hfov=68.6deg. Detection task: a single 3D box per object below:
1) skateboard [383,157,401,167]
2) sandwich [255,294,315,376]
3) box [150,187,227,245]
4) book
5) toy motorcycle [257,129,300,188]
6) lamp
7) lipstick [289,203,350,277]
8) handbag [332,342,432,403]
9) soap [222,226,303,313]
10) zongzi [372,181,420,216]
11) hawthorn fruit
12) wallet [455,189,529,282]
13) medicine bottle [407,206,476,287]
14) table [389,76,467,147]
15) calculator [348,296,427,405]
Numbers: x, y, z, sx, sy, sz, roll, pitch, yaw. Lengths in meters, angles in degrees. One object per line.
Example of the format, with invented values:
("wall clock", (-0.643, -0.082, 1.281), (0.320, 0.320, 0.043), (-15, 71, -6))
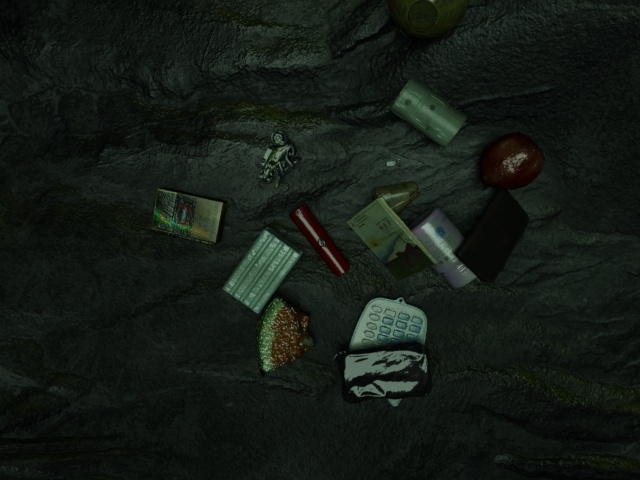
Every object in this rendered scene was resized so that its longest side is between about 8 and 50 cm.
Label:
("skateboard", (0.242, -0.258, 1.570), (0.064, 0.083, 0.032), (-4, 99, 6))
("sandwich", (-0.133, 0.322, 1.677), (0.212, 0.109, 0.291), (-8, 103, -4))
("box", (-0.461, -0.087, 1.651), (0.241, 0.071, 0.159), (12, 102, 2))
("book", (0.235, 0.003, 1.577), (0.289, 0.201, 0.026), (47, 55, -3))
("toy motorcycle", (-0.135, -0.272, 1.606), (0.124, 0.061, 0.193), (20, 98, -2))
("lamp", (0.336, -0.758, 1.423), (0.251, 0.250, 0.284), (23, 59, 0))
("lipstick", (-0.001, 0.001, 1.633), (0.073, 0.073, 0.279), (-37, 94, 8))
("handbag", (0.214, 0.460, 1.631), (0.333, 0.075, 0.191), (-7, 96, 5))
("soap", (-0.202, 0.104, 1.653), (0.160, 0.087, 0.265), (35, 99, -1))
("zongzi", (0.266, -0.107, 1.600), (0.160, 0.078, 0.176), (-11, 108, 5))
("hawthorn fruit", (0.593, -0.232, 1.506), (0.235, 0.181, 0.181), (-44, 93, 9))
("wallet", (0.568, -0.016, 1.533), (0.165, 0.042, 0.309), (44, 69, -14))
("medicine bottle", (0.413, 0.025, 1.567), (0.152, 0.152, 0.254), (-41, 93, 9))
("table", (0.345, -0.414, 1.519), (0.220, 0.126, 0.126), (35, 99, -3))
("calculator", (0.234, 0.384, 1.684), (0.257, 0.054, 0.385), (16, 98, 2))
